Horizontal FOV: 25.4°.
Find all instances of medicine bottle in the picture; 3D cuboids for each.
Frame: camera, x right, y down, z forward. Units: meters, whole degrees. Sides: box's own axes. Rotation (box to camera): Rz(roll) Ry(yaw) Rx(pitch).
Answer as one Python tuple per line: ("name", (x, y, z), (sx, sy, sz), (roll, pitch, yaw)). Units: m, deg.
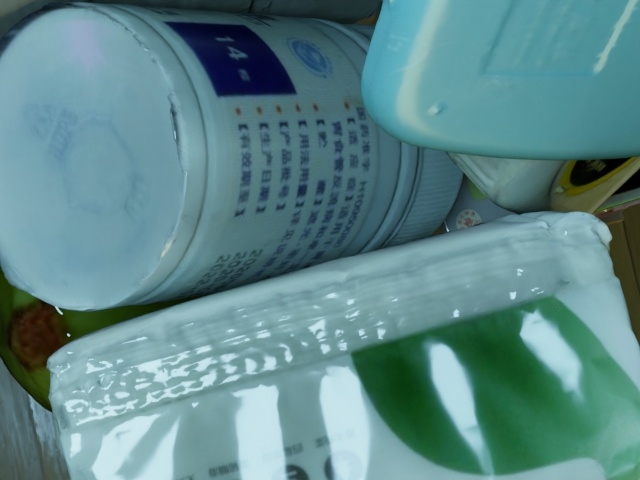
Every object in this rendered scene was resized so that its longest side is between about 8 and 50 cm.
("medicine bottle", (-0.055, -0.062, 0.979), (0.190, 0.190, 0.332), (-15, 175, 36))

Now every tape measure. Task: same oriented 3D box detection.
("tape measure", (0.194, -0.126, 0.977), (0.231, 0.133, 0.271), (-44, 159, 12))

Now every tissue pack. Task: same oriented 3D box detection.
("tissue pack", (0.020, 0.114, 0.944), (0.356, 0.194, 0.266), (-15, 175, -5))

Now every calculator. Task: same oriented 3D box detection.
("calculator", (0.193, -0.143, 0.751), (0.386, 0.054, 0.256), (-5, 137, -27))

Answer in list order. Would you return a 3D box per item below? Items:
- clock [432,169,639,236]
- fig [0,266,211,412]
("clock", (0.160, -0.055, 1.290), (0.235, 0.166, 0.309), (-16, 176, -15))
("fig", (-0.145, 0.036, 1.203), (0.316, 0.316, 0.316), (-12, 176, -1))
